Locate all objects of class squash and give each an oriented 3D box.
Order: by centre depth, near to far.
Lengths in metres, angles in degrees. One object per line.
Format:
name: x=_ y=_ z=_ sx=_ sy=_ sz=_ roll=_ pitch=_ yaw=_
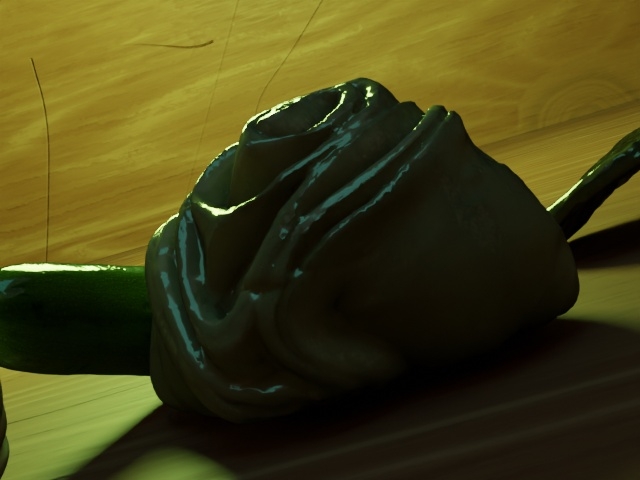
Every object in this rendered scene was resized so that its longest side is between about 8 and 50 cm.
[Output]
squash: x=-0.155 y=0.070 z=1.168 sx=0.101 sy=0.101 sz=0.378 roll=-12 pitch=-9 yaw=38

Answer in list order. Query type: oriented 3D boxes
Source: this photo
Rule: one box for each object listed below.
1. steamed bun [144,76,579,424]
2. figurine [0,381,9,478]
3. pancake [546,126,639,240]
steamed bun: x=0.009 y=-0.003 z=1.025 sx=0.309 sy=0.219 sz=0.324 roll=-18 pitch=6 yaw=-17
figurine: x=-0.339 y=0.122 z=0.920 sx=0.253 sy=0.211 sz=0.361 roll=-18 pitch=4 yaw=-29
pancake: x=0.281 y=-0.064 z=1.285 sx=0.236 sy=0.042 sz=0.222 roll=-38 pitch=-6 yaw=-12
